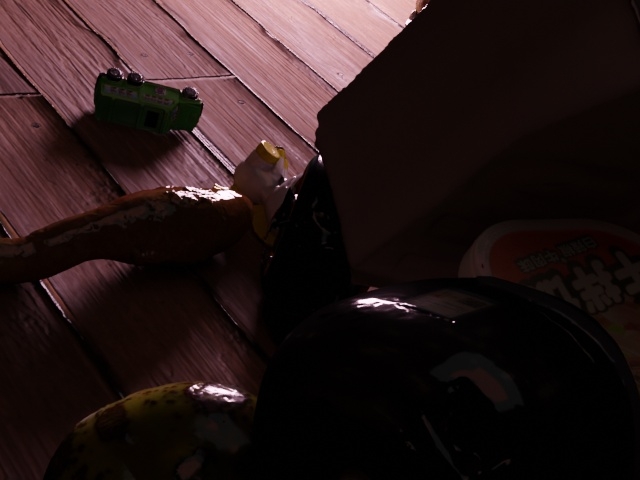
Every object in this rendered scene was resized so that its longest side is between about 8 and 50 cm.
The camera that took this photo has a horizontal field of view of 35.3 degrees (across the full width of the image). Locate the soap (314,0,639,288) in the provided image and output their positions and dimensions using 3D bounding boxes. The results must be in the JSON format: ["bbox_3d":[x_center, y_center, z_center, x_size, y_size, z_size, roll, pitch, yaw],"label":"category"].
[{"bbox_3d":[0.247,-0.114,1.035,0.350,0.435,0.213,11,59,-27],"label":"soap"}]

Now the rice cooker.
[{"bbox_3d":[0.088,0.152,0.718,0.267,0.267,0.224,40,32,28],"label":"rice cooker"}]

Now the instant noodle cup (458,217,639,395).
[{"bbox_3d":[0.213,0.175,0.976,0.294,0.308,0.294,15,40,-13],"label":"instant noodle cup"}]

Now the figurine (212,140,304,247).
[{"bbox_3d":[-0.054,-0.053,1.404,0.129,0.109,0.178,-39,62,-25],"label":"figurine"}]

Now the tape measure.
[{"bbox_3d":[0.000,0.000,1.237,0.135,0.202,0.223,20,37,-8],"label":"tape measure"}]

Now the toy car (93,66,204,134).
[{"bbox_3d":[-0.260,-0.203,1.517,0.165,0.071,0.062,12,48,-14],"label":"toy car"}]

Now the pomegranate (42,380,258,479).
[{"bbox_3d":[-0.129,0.205,0.858,0.222,0.204,0.276,-8,33,-7],"label":"pomegranate"}]

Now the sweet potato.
[{"bbox_3d":[-0.228,-0.008,1.215,0.385,0.109,0.109,-12,45,-40],"label":"sweet potato"}]

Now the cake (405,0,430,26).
[{"bbox_3d":[0.325,-0.396,1.986,0.332,0.332,0.321,27,70,10],"label":"cake"}]
